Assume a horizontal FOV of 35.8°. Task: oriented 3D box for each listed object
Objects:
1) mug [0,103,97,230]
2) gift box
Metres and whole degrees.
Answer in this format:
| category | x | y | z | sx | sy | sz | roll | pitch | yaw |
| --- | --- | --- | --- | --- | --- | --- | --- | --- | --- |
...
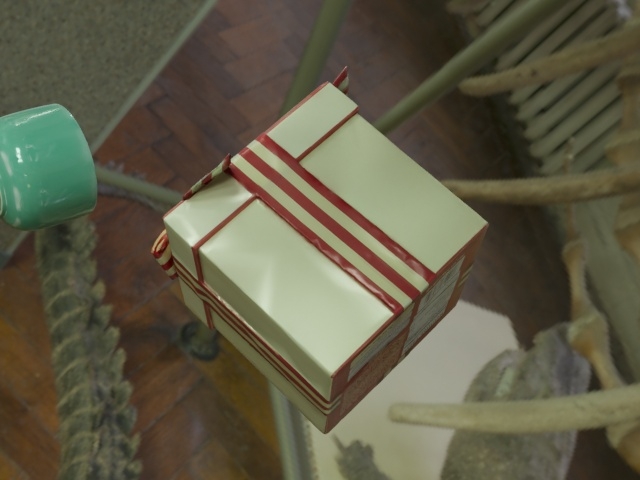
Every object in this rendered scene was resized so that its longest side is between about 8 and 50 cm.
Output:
| category | x | y | z | sx | sy | sz | roll | pitch | yaw |
| --- | --- | --- | --- | --- | --- | --- | --- | --- | --- |
| mug | -0.319 | -0.066 | 1.090 | 0.097 | 0.157 | 0.129 | -21 | 52 | -33 |
| gift box | 0.000 | 0.000 | 1.012 | 0.258 | 0.276 | 0.255 | 41 | 65 | 17 |
